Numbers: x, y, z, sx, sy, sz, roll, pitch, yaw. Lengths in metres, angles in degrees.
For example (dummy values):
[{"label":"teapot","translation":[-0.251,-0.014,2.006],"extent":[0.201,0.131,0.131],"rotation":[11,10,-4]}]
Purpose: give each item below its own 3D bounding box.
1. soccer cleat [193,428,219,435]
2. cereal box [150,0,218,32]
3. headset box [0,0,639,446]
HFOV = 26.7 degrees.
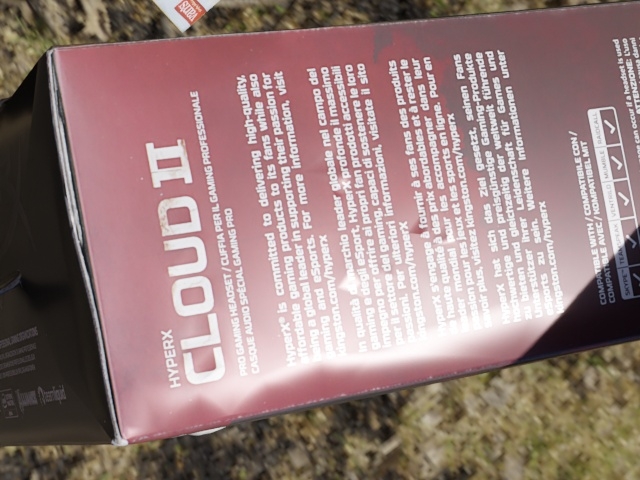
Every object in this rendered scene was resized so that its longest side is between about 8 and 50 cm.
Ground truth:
[{"label":"soccer cleat","translation":[-0.106,0.059,1.090],"extent":[0.076,0.068,0.196],"rotation":[-1,76,-39]},{"label":"cereal box","translation":[-0.092,-0.331,1.353],"extent":[0.240,0.047,0.173],"rotation":[-40,160,1]},{"label":"headset box","translation":[0.000,0.000,0.480],"extent":[0.293,0.218,0.110],"rotation":[-9,85,-25]}]
